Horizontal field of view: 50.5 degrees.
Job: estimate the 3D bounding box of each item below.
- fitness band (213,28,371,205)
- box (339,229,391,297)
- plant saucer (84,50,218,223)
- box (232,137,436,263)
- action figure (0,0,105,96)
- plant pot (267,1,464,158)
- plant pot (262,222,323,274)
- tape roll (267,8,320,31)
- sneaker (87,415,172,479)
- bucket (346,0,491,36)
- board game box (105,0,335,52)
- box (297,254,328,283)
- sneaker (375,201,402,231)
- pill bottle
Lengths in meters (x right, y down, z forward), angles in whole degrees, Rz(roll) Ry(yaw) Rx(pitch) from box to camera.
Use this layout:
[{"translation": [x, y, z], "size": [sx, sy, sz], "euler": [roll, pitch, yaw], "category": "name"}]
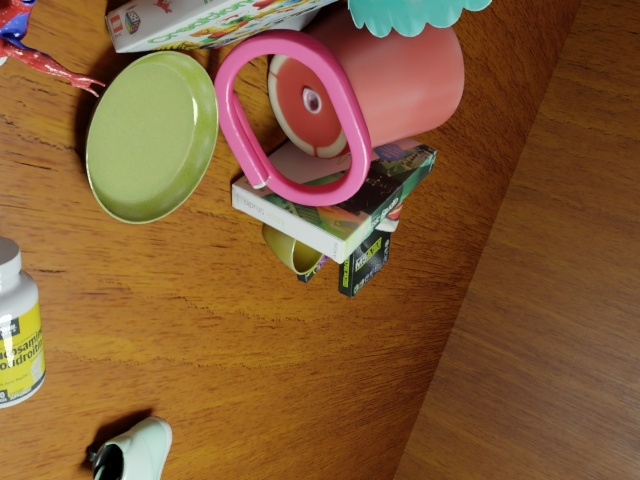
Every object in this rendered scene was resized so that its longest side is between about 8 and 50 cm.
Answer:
[{"translation": [-0.041, -0.174, 1.022], "size": [0.290, 0.209, 0.054], "euler": [64, 28, -31], "category": "fitness band"}, {"translation": [0.114, 0.019, 1.685], "size": [0.191, 0.045, 0.184], "euler": [-40, 145, -43], "category": "box"}, {"translation": [-0.232, -0.141, 0.926], "size": [0.241, 0.037, 0.241], "euler": [-43, 146, -40], "category": "plant saucer"}, {"translation": [0.031, -0.114, 1.213], "size": [0.322, 0.232, 0.058], "euler": [-45, 152, -38], "category": "box"}, {"translation": [-0.237, -0.240, 0.636], "size": [0.139, 0.280, 0.091], "euler": [12, 57, -42], "category": "action figure"}, {"translation": [0.063, -0.271, 1.146], "size": [0.243, 0.275, 0.275], "euler": [-32, 138, -34], "category": "plant pot"}, {"translation": [-0.053, -0.014, 1.291], "size": [0.134, 0.095, 0.134], "euler": [-42, 144, -41], "category": "plant pot"}, {"translation": [-0.061, -0.418, 0.987], "size": [0.219, 0.072, 0.219], "euler": [-43, 145, -41], "category": "tape roll"}, {"translation": [-0.333, 0.428, 1.117], "size": [0.151, 0.094, 0.255], "euler": [1, 100, -68], "category": "sneaker"}, {"translation": [0.138, -0.433, 0.929], "size": [0.281, 0.281, 0.183], "euler": [9, 62, -63], "category": "bucket"}, {"translation": [-0.081, -0.293, 0.806], "size": [0.193, 0.305, 0.053], "euler": [-25, 103, -53], "category": "board game box"}, {"translation": [0.000, 0.000, 1.475], "size": [0.162, 0.029, 0.116], "euler": [-50, 149, -32], "category": "box"}, {"translation": [0.068, -0.099, 1.393], "size": [0.279, 0.107, 0.118], "euler": [9, 105, -46], "category": "sneaker"}, {"translation": [-0.374, 0.092, 0.772], "size": [0.103, 0.103, 0.184], "euler": [-32, 137, -49], "category": "pill bottle"}]
